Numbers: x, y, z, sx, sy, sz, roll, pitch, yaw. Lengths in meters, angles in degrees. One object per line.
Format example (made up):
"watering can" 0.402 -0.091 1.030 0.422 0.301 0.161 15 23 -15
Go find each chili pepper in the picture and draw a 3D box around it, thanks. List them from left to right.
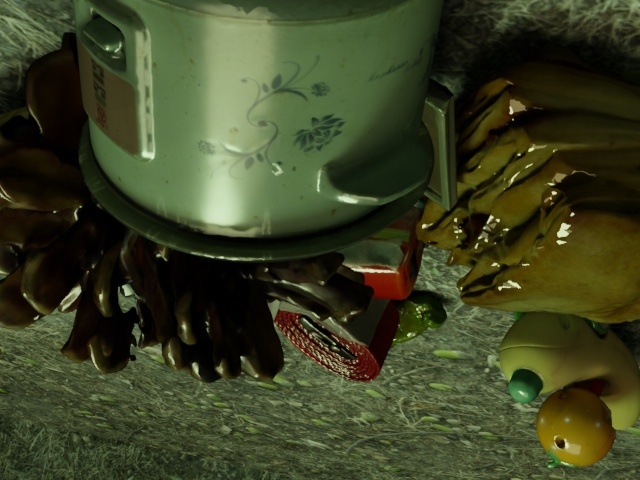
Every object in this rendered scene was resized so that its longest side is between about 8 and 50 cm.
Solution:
"chili pepper" 0.110 0.132 1.544 0.072 0.073 0.204 43 136 -16

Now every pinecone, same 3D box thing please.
"pinecone" -0.118 -0.016 0.954 0.384 0.384 0.384 12 156 5

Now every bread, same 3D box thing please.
"bread" 0.289 -0.017 0.979 0.370 0.191 0.314 17 155 -9

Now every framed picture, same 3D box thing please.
"framed picture" 0.019 -0.139 0.923 0.260 0.023 0.189 35 164 23

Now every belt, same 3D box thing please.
"belt" 0.026 0.103 1.450 0.201 0.124 0.128 43 143 -21

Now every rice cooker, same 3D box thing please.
"rice cooker" -0.044 -0.131 0.697 0.316 0.264 0.316 33 139 34

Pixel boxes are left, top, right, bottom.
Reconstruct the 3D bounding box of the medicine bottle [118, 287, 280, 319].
"medicine bottle" -0.197 0.047 1.372 0.274 0.133 0.133 29 161 19

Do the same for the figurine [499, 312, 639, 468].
"figurine" 0.360 0.206 1.382 0.124 0.222 0.324 -10 146 38

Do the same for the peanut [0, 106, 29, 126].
"peanut" -0.334 -0.089 1.211 0.340 0.158 0.174 -2 151 44

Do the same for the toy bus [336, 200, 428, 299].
"toy bus" 0.000 0.000 1.253 0.265 0.120 0.121 7 154 14
